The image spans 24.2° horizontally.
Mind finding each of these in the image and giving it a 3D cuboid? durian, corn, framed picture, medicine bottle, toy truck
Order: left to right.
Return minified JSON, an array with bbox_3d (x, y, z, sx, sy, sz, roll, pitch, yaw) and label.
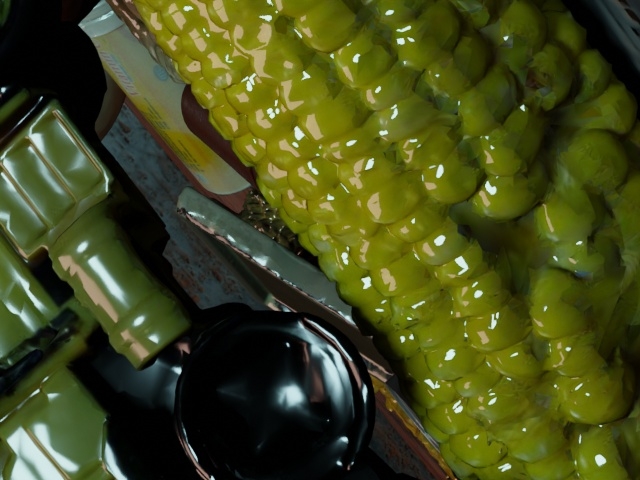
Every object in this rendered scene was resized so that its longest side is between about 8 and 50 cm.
[{"bbox_3d":[-0.060,0.038,0.403,0.257,0.127,0.127,55,179,4],"label":"toy truck"},{"bbox_3d":[-0.105,-0.115,1.018,0.074,0.074,0.218,46,176,39],"label":"medicine bottle"},{"bbox_3d":[0.000,-0.002,0.910,0.140,0.071,0.110,37,-176,-20],"label":"durian"},{"bbox_3d":[0.029,-0.024,0.366,0.320,0.097,0.097,53,174,-21],"label":"corn"},{"bbox_3d":[0.069,0.078,0.737,0.289,0.016,0.213,32,173,15],"label":"framed picture"}]

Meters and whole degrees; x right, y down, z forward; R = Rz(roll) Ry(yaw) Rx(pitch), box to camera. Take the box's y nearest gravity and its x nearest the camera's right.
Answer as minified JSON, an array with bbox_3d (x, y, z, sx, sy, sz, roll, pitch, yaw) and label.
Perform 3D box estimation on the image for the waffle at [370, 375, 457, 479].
[{"bbox_3d":[0.064,0.109,1.209,0.293,0.069,0.260,49,176,-6],"label":"waffle"}]

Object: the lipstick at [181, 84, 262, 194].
[{"bbox_3d":[0.007,-0.027,0.751,0.057,0.057,0.357,53,174,-30],"label":"lipstick"}]

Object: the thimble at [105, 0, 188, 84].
[{"bbox_3d":[-0.067,-0.123,0.653,0.084,0.062,0.110,46,174,29],"label":"thimble"}]

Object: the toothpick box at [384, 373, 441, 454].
[{"bbox_3d":[0.071,0.045,0.557,0.052,0.083,0.052,50,175,6],"label":"toothpick box"}]

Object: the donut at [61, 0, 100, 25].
[{"bbox_3d":[-0.207,-0.186,0.562,0.345,0.136,0.259,51,147,-1],"label":"donut"}]

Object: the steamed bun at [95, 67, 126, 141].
[{"bbox_3d":[-0.274,-0.190,1.131,0.324,0.206,0.324,47,176,4],"label":"steamed bun"}]
